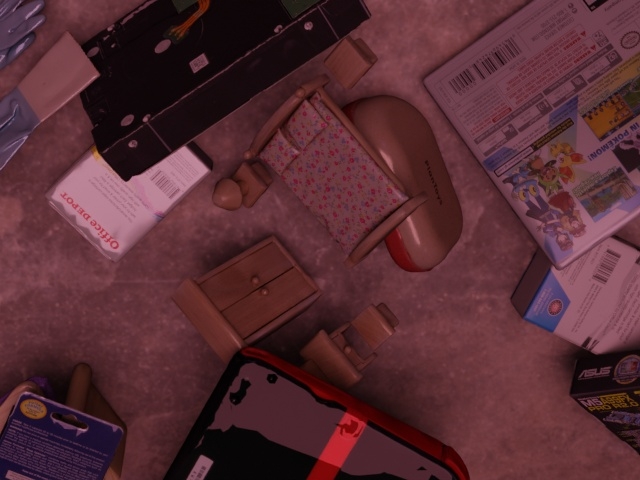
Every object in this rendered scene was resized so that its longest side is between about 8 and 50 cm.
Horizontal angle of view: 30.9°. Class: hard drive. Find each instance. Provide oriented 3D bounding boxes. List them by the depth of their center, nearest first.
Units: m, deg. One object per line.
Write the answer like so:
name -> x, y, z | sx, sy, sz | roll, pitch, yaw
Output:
hard drive -> -0.128, -0.237, 1.361 | 0.339, 0.237, 0.064 | -34, 132, 5

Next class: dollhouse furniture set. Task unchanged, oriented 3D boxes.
dollhouse furniture set -> 0.000, 0.000, 1.352 | 0.303, 0.174, 0.355 | 50, 132, 7

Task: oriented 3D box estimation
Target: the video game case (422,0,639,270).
video game case -> 0.346, -0.176, 1.455 | 0.329, 0.036, 0.300 | -35, 84, 5

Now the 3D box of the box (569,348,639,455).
box -> 0.491, 0.211, 1.477 | 0.216, 0.270, 0.060 | 39, 55, -28

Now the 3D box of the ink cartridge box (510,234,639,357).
ink cartridge box -> 0.380, 0.071, 1.537 | 0.203, 0.086, 0.148 | 26, 100, -10

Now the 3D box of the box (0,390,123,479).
box -> -0.343, 0.294, 1.420 | 0.136, 0.036, 0.225 | 24, 105, -13

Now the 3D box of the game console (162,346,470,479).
game console -> -0.037, 0.362, 1.406 | 0.342, 0.060, 0.386 | 29, 98, -4

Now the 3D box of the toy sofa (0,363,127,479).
toy sofa -> -0.446, 0.300, 1.511 | 0.363, 0.150, 0.177 | -33, 106, 5

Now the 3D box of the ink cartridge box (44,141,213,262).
ink cartridge box -> -0.242, -0.079, 1.471 | 0.175, 0.072, 0.127 | -43, 103, 7

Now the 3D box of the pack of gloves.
pack of gloves -> -0.390, -0.184, 1.426 | 0.232, 0.046, 0.195 | -42, 66, 8

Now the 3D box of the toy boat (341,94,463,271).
toy boat -> 0.075, -0.067, 1.475 | 0.151, 0.151, 0.231 | -14, 106, 30
